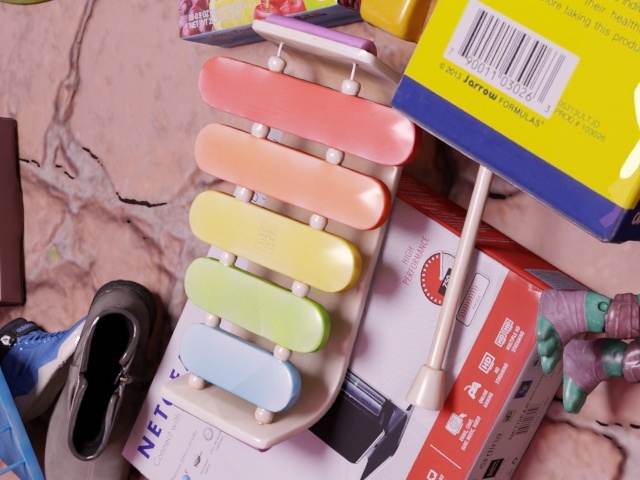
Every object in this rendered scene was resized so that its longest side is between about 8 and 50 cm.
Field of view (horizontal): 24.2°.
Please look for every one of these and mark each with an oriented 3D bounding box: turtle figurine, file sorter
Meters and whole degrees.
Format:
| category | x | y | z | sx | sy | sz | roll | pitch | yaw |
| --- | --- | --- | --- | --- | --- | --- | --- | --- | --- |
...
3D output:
| category | x | y | z | sx | sy | sz | roll | pitch | yaw |
| --- | --- | --- | --- | --- | --- | --- | --- | --- | --- |
| turtle figurine | 0.271 | 0.069 | 0.992 | 0.234 | 0.118 | 0.175 | -5 | 129 | 24 |
| file sorter | -0.342 | 0.173 | 1.384 | 0.118 | 0.104 | 0.170 | 25 | 136 | 54 |

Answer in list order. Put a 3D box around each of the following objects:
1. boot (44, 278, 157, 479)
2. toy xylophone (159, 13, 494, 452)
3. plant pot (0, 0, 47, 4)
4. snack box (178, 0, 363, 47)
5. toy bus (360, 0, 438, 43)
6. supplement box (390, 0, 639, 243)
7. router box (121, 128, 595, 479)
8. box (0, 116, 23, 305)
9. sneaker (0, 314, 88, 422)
| category | x | y | z | sx | sy | sz | roll | pitch | yaw |
| --- | --- | --- | --- | --- | --- | --- | --- | --- | --- |
| boot | -0.201 | 0.159 | 1.296 | 0.083 | 0.161 | 0.246 | 12 | 101 | -3 |
| toy xylophone | 0.000 | 0.000 | 1.107 | 0.236 | 0.081 | 0.323 | 12 | 96 | 36 |
| plant pot | -0.385 | -0.419 | 1.340 | 0.366 | 0.353 | 0.366 | -1 | 89 | 37 |
| snack box | -0.040 | -0.279 | 1.255 | 0.174 | 0.070 | 0.207 | -6 | 83 | 37 |
| toy bus | 0.153 | -0.291 | 1.090 | 0.130 | 0.108 | 0.333 | 31 | 106 | 31 |
| supplement box | 0.236 | -0.193 | 0.969 | 0.195 | 0.194 | 0.356 | 36 | 110 | 32 |
| router box | 0.019 | 0.115 | 1.193 | 0.301 | 0.082 | 0.335 | 34 | 109 | 32 |
| box | -0.485 | -0.013 | 1.538 | 0.381 | 0.143 | 0.191 | -8 | 84 | 34 |
| sneaker | -0.267 | 0.099 | 1.421 | 0.084 | 0.058 | 0.152 | 53 | 124 | 16 |
